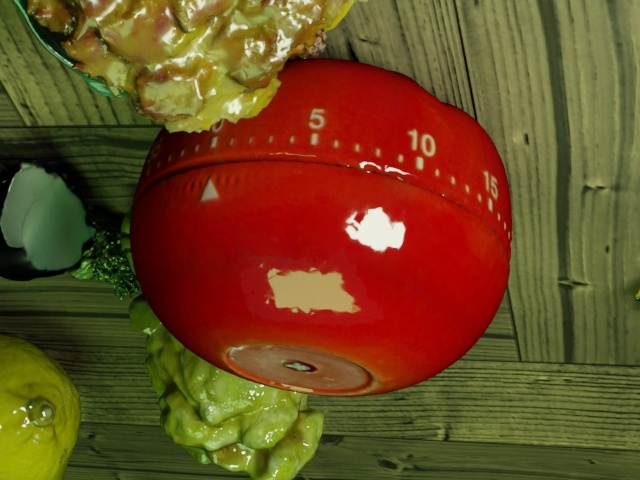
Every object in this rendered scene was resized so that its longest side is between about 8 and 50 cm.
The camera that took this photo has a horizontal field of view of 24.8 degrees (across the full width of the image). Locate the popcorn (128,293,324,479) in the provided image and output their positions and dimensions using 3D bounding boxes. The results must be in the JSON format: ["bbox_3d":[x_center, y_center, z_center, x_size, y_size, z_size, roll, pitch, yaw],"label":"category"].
[{"bbox_3d":[-0.113,0.160,1.790,0.242,0.235,0.250,9,140,37],"label":"popcorn"}]

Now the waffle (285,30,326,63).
[{"bbox_3d":[-0.034,-0.191,1.390,0.083,0.029,0.075,19,151,-21],"label":"waffle"}]

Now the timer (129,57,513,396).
[{"bbox_3d":[0.000,0.000,1.438,0.378,0.279,0.378,6,156,3],"label":"timer"}]

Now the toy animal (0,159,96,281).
[{"bbox_3d":[-0.366,-0.030,1.656,0.179,0.138,0.166,1,128,29],"label":"toy animal"}]

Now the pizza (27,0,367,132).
[{"bbox_3d":[-0.111,-0.221,1.187,0.409,0.114,0.277,9,110,-18],"label":"pizza"}]

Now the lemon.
[{"bbox_3d":[-0.465,0.253,2.006,0.322,0.268,0.268,-12,142,31],"label":"lemon"}]

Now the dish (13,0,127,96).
[{"bbox_3d":[-0.152,-0.241,1.268,0.246,0.078,0.224,-4,119,-14],"label":"dish"}]

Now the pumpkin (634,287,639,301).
[{"bbox_3d":[0.407,0.057,1.657,0.101,0.035,0.073,-10,154,23],"label":"pumpkin"}]

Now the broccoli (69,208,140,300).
[{"bbox_3d":[-0.257,0.020,1.734,0.092,0.095,0.097,-29,140,28],"label":"broccoli"}]

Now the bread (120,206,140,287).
[{"bbox_3d":[-0.168,0.014,1.672,0.130,0.071,0.139,6,114,7],"label":"bread"}]
